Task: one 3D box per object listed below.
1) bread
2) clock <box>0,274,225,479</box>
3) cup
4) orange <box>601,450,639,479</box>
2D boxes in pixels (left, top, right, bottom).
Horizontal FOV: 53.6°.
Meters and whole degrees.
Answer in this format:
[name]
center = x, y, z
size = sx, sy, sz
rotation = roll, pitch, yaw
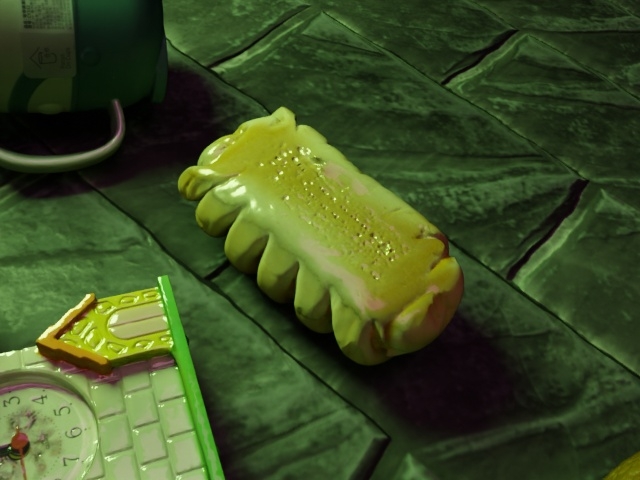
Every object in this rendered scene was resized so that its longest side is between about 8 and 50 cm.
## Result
[bread]
center = 0.000, 0.000, 0.662
size = 0.173, 0.121, 0.311
rotation = -36, 69, -29
[clock]
center = -0.217, 0.169, 0.491
size = 0.255, 0.106, 0.220
rotation = -12, 57, -21
[cup]
center = -0.312, -0.221, 0.708
size = 0.257, 0.219, 0.290
rotation = -5, 86, -25
[orange]
center = 0.315, 0.273, 0.459
size = 0.264, 0.264, 0.264
rotation = 7, 52, -9
